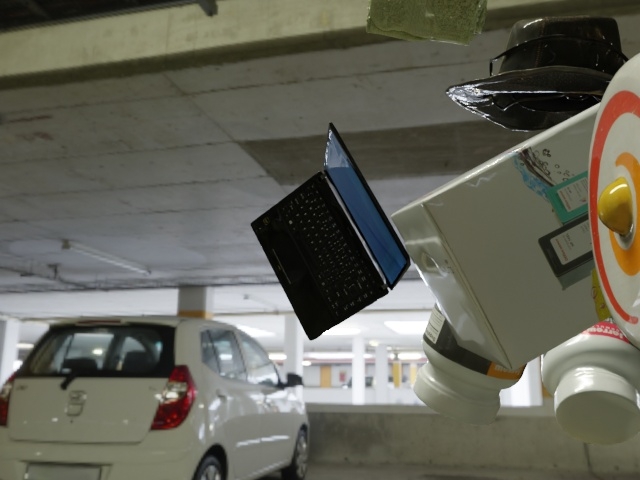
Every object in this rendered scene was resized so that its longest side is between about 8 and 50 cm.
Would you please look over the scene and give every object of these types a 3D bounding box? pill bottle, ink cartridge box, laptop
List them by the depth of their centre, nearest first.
[{"bbox_3d":[0.253,-0.013,0.702,0.270,0.197,0.198,-28,0,-4],"label":"ink cartridge box"},{"bbox_3d":[0.249,0.125,0.929,0.162,0.278,0.162,17,10,-3],"label":"pill bottle"},{"bbox_3d":[0.000,0.000,0.938,0.264,0.234,0.137,-35,-17,24],"label":"laptop"},{"bbox_3d":[0.493,0.202,1.108,0.177,0.318,0.176,10,-54,14],"label":"pill bottle"}]

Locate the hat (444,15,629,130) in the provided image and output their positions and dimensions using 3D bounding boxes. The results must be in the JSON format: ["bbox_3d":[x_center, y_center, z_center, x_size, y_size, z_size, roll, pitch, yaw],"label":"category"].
[{"bbox_3d":[0.339,-0.245,0.864,0.332,0.133,0.331,6,0,0],"label":"hat"}]

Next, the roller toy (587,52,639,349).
[{"bbox_3d":[0.244,-0.022,0.364,0.147,0.209,0.191,-4,-54,9],"label":"roller toy"}]

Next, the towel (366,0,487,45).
[{"bbox_3d":[0.101,-0.251,0.543,0.110,0.148,0.027,13,8,21],"label":"towel"}]
